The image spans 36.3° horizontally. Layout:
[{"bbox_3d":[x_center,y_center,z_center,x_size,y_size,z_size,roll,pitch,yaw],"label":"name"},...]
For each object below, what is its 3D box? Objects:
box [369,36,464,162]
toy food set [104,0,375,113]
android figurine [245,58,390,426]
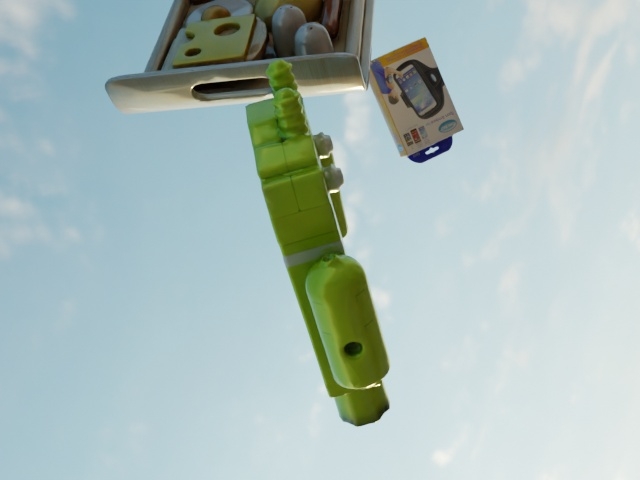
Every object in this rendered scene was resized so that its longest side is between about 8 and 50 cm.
[{"bbox_3d":[0.113,-0.162,1.158,0.081,0.028,0.136,-26,-84,-14],"label":"box"},{"bbox_3d":[-0.064,-0.230,0.919,0.306,0.219,0.092,-82,-16,-49],"label":"toy food set"},{"bbox_3d":[0.000,0.000,0.744,0.056,0.248,0.273,-14,-63,1],"label":"android figurine"}]
